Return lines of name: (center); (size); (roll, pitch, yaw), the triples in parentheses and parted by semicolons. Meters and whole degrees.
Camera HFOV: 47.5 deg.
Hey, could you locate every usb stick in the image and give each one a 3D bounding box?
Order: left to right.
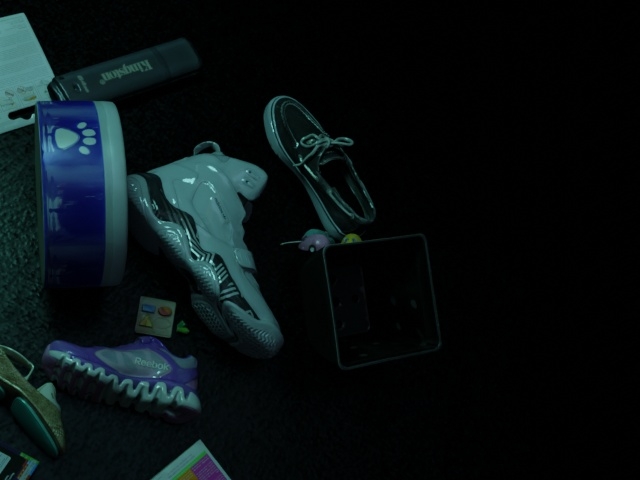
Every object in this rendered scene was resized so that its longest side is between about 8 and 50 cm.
usb stick: (-0.331, -0.284, 1.260); (0.278, 0.045, 0.077); (-29, 95, -33)

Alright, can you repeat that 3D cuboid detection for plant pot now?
plant pot: (0.063, 0.099, 1.186); (0.187, 0.167, 0.188); (-7, 87, -26)

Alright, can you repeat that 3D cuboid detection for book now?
book: (-0.167, 0.375, 1.049); (0.096, 0.035, 0.144); (-35, 85, -36)

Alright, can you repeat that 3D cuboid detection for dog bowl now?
dog bowl: (-0.344, -0.064, 1.030); (0.104, 0.265, 0.265); (-3, 69, -23)

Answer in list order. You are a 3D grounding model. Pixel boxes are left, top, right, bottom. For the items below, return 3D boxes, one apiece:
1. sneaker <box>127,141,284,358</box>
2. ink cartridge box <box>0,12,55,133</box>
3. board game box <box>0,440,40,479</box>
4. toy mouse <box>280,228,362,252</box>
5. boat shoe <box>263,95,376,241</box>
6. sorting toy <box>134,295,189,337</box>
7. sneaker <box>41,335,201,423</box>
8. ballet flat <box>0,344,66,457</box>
sneaker: (-0.142, 0.001, 1.167); (0.210, 0.137, 0.366); (-38, 83, -30)
ink cartridge box: (-0.516, -0.268, 1.189); (0.145, 0.045, 0.179); (-28, 99, -32)
board game box: (-0.451, 0.311, 0.890); (0.141, 0.048, 0.170); (31, 25, -7)
toy mouse: (0.000, 0.000, 1.253); (0.143, 0.161, 0.031); (6, 97, 15)
boat shoe: (0.002, -0.146, 1.321); (0.113, 0.105, 0.306); (-18, 76, -30)
sorting toy: (-0.245, 0.121, 1.140); (0.083, 0.012, 0.062); (13, 62, -19)
sneaker: (-0.279, 0.184, 1.056); (0.236, 0.095, 0.104); (22, 53, -20)
ballet flat: (-0.407, 0.204, 0.997); (0.206, 0.073, 0.067); (47, 43, -3)
